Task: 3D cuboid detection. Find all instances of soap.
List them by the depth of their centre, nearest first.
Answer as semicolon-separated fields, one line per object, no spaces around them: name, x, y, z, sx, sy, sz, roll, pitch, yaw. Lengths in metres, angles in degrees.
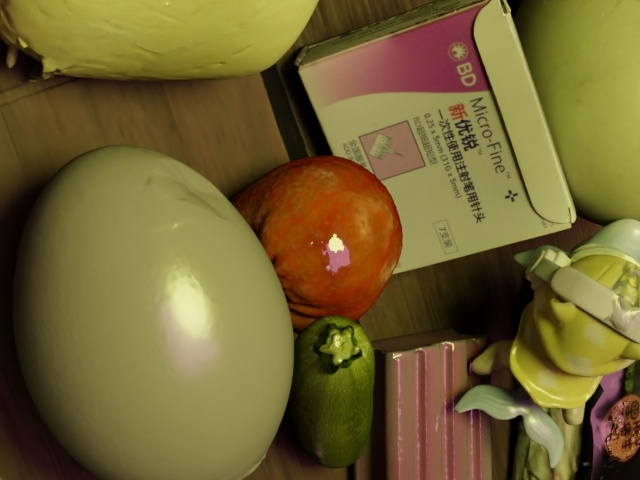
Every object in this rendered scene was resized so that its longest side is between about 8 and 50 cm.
soap;0.088;0.182;0.920;0.122;0.065;0.203;-5;97;-37

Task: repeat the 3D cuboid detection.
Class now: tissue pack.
tissue pack;0.346;0.136;1.070;0.332;0.123;0.244;2;95;-36

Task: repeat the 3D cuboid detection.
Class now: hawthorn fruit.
hawthorn fruit;0.000;0.000;0.805;0.138;0.133;0.132;-43;117;-37

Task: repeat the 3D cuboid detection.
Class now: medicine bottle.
medicine bottle;0.094;-0.085;0.847;0.052;0.171;0.201;-65;136;-59

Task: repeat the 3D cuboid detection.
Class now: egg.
egg;-0.110;0.051;0.699;0.176;0.176;0.231;-18;101;-34
egg;0.263;-0.138;0.924;0.219;0.219;0.269;34;41;-33

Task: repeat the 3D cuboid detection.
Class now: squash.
squash;0.008;0.109;0.790;0.066;0.066;0.252;-48;161;-23

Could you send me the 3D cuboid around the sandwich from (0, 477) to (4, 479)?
sandwich;-0.191;0.195;0.594;0.095;0.273;0.249;-50;121;-22

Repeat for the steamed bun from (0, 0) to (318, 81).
steamed bun;-0.101;-0.228;0.682;0.232;0.166;0.272;3;98;-36

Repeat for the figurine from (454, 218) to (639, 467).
figurine;0.203;0.075;0.864;0.128;0.184;0.208;29;91;3
